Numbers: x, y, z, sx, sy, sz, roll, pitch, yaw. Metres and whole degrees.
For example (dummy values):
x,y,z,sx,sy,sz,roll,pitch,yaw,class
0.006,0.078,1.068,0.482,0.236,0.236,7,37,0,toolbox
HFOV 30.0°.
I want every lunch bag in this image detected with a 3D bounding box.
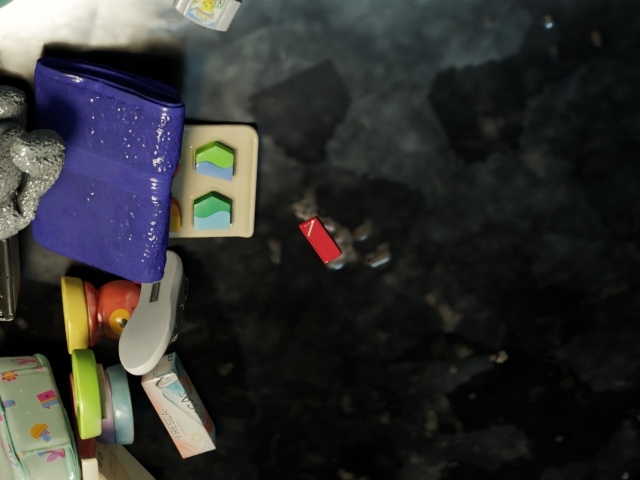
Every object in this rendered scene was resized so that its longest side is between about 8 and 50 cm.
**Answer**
x,y,z,sx,sy,sz,roll,pitch,yaw,class
-0.462,0.328,1.879,0.108,0.279,0.224,-7,136,-26,lunch bag

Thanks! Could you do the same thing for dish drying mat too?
x,y,z,sx,sy,sz,roll,pitch,yaw,class
0.000,0.000,1.869,0.032,0.008,0.083,-28,121,11,dish drying mat

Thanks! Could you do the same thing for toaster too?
x,y,z,sx,sy,sz,roll,pitch,yaw,class
-0.538,0.022,1.770,0.168,0.110,0.185,1,123,-6,toaster

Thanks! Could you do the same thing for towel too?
x,y,z,sx,sy,sz,roll,pitch,yaw,class
-0.306,-0.102,1.714,0.228,0.076,0.308,20,123,13,towel

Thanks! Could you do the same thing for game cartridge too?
x,y,z,sx,sy,sz,roll,pitch,yaw,class
-0.157,-0.323,1.641,0.083,0.017,0.056,22,122,-18,game cartridge

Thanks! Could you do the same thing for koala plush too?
x,y,z,sx,sy,sz,roll,pitch,yaw,class
-0.495,-0.104,1.592,0.221,0.196,0.203,10,115,-47,koala plush

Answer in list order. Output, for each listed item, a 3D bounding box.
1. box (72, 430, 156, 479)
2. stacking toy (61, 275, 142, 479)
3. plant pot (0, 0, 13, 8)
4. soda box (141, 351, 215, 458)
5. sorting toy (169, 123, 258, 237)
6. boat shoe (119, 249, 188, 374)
x,y,z,sx,sy,sz,roll,pitch,yaw,class
-0.355,0.473,2.073,0.148,0.121,0.311,-31,120,13,box
-0.315,0.230,1.838,0.130,0.279,0.309,-6,123,-15,stacking toy
-0.523,-0.382,1.441,0.290,0.290,0.195,-11,87,2,plant pot
-0.235,0.277,1.996,0.063,0.058,0.183,-19,123,7,soda box
-0.200,-0.083,1.778,0.208,0.038,0.193,1,123,-6,sorting toy
-0.242,0.120,1.800,0.080,0.228,0.076,-13,133,16,boat shoe
